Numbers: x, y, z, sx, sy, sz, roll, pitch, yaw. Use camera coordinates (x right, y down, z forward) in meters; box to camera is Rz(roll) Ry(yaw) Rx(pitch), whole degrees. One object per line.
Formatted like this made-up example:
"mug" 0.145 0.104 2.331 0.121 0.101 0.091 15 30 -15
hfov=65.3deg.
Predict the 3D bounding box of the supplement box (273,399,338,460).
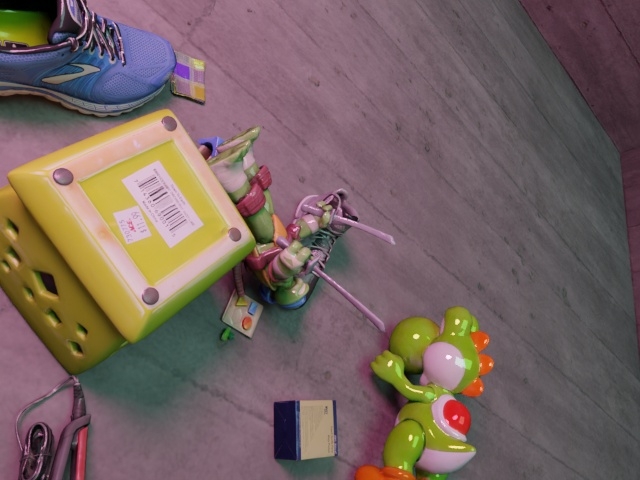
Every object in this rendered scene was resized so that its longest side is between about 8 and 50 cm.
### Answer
"supplement box" -0.022 0.289 0.766 0.083 0.056 0.083 14 66 -40

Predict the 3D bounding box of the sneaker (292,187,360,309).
"sneaker" 0.000 0.000 0.839 0.086 0.132 0.229 33 54 -31

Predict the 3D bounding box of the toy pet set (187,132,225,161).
"toy pet set" -0.177 -0.129 0.732 0.122 0.065 0.114 52 15 32

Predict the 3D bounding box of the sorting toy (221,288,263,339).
"sorting toy" -0.122 0.122 0.763 0.062 0.012 0.083 39 51 -27

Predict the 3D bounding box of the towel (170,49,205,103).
"towel" -0.215 -0.268 0.819 0.060 0.009 0.083 12 67 -40

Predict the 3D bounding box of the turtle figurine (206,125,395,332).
"turtle figurine" -0.029 -0.033 0.705 0.198 0.274 0.266 -49 120 -39

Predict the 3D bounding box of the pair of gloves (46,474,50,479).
"pair of gloves" -0.337 0.349 0.453 0.240 0.042 0.204 -4 78 -45

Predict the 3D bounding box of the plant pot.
"plant pot" -0.224 -0.008 0.576 0.227 0.207 0.228 -41 103 -43

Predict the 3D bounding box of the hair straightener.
"hair straightener" -0.278 0.244 0.503 0.089 0.047 0.231 24 41 -38

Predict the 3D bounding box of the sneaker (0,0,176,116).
"sneaker" -0.309 -0.240 0.617 0.330 0.147 0.130 -20 89 -52

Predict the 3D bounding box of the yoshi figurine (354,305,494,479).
"yoshi figurine" 0.176 0.289 0.914 0.202 0.204 0.362 21 70 9
